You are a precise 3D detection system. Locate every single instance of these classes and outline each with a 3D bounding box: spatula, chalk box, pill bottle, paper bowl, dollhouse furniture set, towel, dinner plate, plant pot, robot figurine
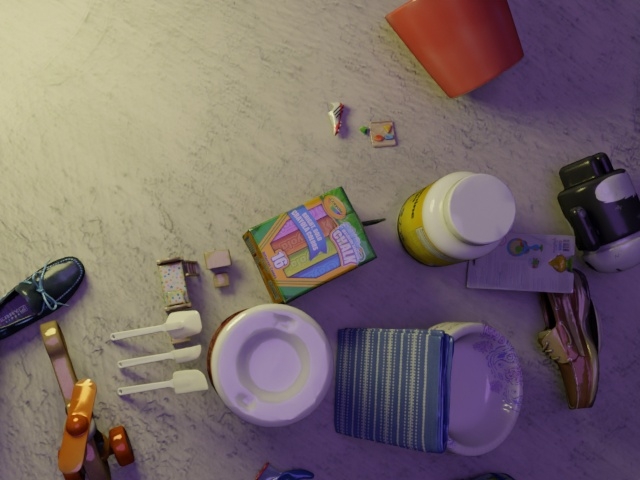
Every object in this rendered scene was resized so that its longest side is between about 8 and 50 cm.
[{"bbox_3d":[-0.342,0.243,1.722,0.242,0.019,0.168,-12,85,28],"label":"spatula"},{"bbox_3d":[0.000,0.000,1.791,0.289,0.180,0.179,-26,89,-12],"label":"chalk box"},{"bbox_3d":[-0.114,0.241,1.636,0.224,0.392,0.224,1,83,-10],"label":"pill bottle"},{"bbox_3d":[0.295,0.320,1.794,0.284,0.148,0.284,3,85,-34],"label":"paper bowl"},{"bbox_3d":[-0.260,0.121,1.772,0.161,0.101,0.182,-11,86,-10],"label":"dollhouse furniture set"},{"bbox_3d":[0.290,-0.046,1.764,0.188,0.334,0.188,1,84,-10],"label":"pill bottle"},{"bbox_3d":[0.148,0.305,1.722,0.040,0.336,0.243,8,82,-37],"label":"towel"},{"bbox_3d":[0.637,0.203,1.895,0.017,0.141,0.141,-6,85,9],"label":"dinner plate"},{"bbox_3d":[0.322,-0.477,1.865,0.275,0.275,0.243,-35,101,-11],"label":"plant pot"},{"bbox_3d":[0.660,-0.060,1.913,0.209,0.173,0.278,-22,88,-8],"label":"robot figurine"}]

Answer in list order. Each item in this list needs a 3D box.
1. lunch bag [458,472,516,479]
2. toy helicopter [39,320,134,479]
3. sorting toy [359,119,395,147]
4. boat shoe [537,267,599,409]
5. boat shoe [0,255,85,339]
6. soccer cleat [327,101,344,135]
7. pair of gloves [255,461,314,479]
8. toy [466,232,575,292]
[{"bbox_3d":[0.373,0.578,1.771,0.176,0.219,0.090,-11,93,-9],"label":"lunch bag"},{"bbox_3d":[-0.496,0.332,1.642,0.140,0.235,0.355,-20,87,-11],"label":"toy helicopter"},{"bbox_3d":[0.133,-0.250,1.922,0.083,0.012,0.062,-6,85,-10],"label":"sorting toy"},{"bbox_3d":[0.562,0.228,1.900,0.120,0.122,0.324,-2,76,-4],"label":"boat shoe"},{"bbox_3d":[-0.604,0.131,1.719,0.258,0.089,0.109,-44,92,-11],"label":"boat shoe"},{"bbox_3d":[0.032,-0.284,1.903,0.036,0.029,0.083,9,79,0],"label":"soccer cleat"},{"bbox_3d":[-0.093,0.582,1.793,0.159,0.023,0.198,34,81,-6],"label":"pair of gloves"},{"bbox_3d":[0.468,0.055,1.907,0.237,0.056,0.137,1,74,21],"label":"toy"}]
